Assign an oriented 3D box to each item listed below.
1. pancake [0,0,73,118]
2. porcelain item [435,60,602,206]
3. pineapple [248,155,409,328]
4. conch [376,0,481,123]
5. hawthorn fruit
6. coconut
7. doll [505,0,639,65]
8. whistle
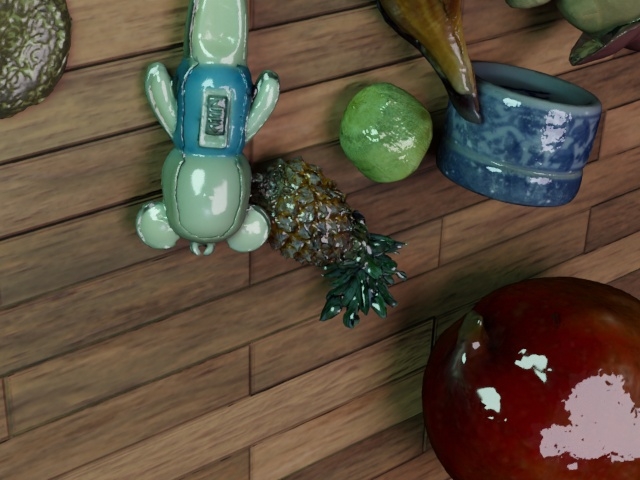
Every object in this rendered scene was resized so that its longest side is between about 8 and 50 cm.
[{"bbox_3d":[-0.226,-0.143,0.875,0.115,0.011,0.115,-21,126,-33],"label":"pancake"},{"bbox_3d":[0.191,-0.101,1.183,0.147,0.147,0.114,-6,119,-40],"label":"porcelain item"},{"bbox_3d":[0.001,0.000,1.111,0.221,0.083,0.103,42,67,-46],"label":"pineapple"},{"bbox_3d":[0.090,-0.214,1.070,0.080,0.086,0.233,-14,124,-10],"label":"conch"},{"bbox_3d":[0.250,0.183,1.315,0.311,0.295,0.295,-5,116,-40],"label":"hawthorn fruit"},{"bbox_3d":[0.063,-0.097,1.116,0.096,0.088,0.088,32,90,-42],"label":"coconut"},{"bbox_3d":[0.273,-0.275,1.158,0.255,0.152,0.196,30,124,-32],"label":"doll"},{"bbox_3d":[-0.090,-0.100,0.984,0.113,0.077,0.236,2,108,-9],"label":"whistle"}]
